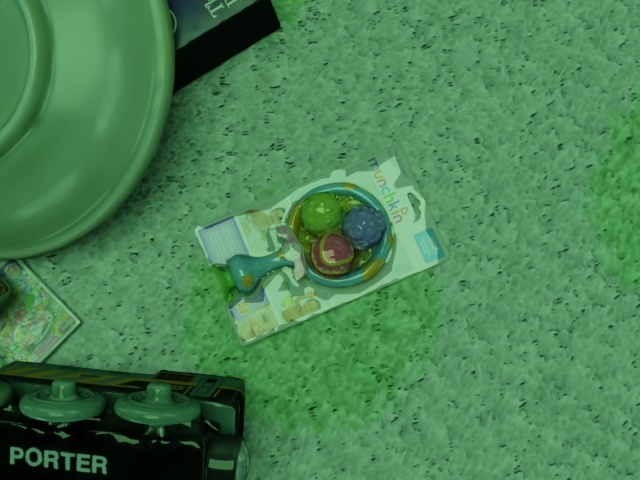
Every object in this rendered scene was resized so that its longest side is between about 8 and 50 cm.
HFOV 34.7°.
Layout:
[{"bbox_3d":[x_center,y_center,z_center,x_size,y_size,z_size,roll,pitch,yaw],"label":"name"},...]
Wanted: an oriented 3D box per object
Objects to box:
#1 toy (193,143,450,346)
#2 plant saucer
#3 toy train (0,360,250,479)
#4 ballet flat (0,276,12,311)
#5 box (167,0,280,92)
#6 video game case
[{"bbox_3d":[0.000,0.000,1.053,0.237,0.056,0.137,-23,80,0],"label":"toy"},{"bbox_3d":[-0.343,-0.178,1.025,0.400,0.100,0.401,1,93,21],"label":"plant saucer"},{"bbox_3d":[-0.222,0.184,0.969,0.333,0.190,0.142,3,96,7],"label":"toy train"},{"bbox_3d":[-0.398,-0.002,1.029,0.068,0.072,0.213,-37,109,26],"label":"ballet flat"},{"bbox_3d":[-0.191,-0.300,1.100,0.184,0.103,0.261,-33,79,1],"label":"box"},{"bbox_3d":[-0.323,0.076,1.085,0.122,0.011,0.087,43,86,10],"label":"video game case"}]
